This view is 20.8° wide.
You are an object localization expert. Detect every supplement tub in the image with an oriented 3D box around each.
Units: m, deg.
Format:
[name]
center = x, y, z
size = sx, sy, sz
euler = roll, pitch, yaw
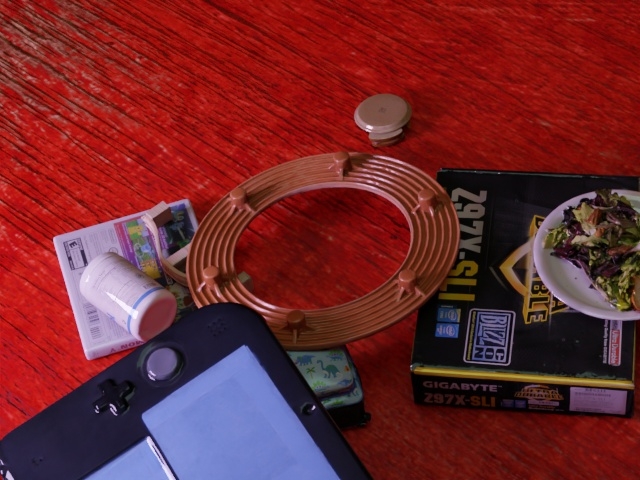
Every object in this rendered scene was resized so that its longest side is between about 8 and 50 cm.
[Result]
[supplement tub]
center = -0.231, 0.068, 2.103
size = 0.107, 0.071, 0.071
euler = 34, 60, 32

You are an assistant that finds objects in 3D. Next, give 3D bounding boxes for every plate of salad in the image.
[plate of salad]
center = 0.349, 0.009, 2.036
size = 0.200, 0.048, 0.200
euler = -3, 50, 4

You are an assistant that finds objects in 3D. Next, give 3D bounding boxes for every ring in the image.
[ring]
center = 0.000, 0.000, 2.103
size = 0.337, 0.032, 0.336
euler = -7, 42, 6

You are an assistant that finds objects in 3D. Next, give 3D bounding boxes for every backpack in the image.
[backpack]
center = -0.006, 0.159, 2.022
size = 0.105, 0.084, 0.114
euler = -13, 47, -7

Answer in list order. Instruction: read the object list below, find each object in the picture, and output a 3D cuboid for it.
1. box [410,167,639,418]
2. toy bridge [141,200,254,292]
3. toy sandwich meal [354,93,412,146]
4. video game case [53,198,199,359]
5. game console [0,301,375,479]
[box]
center = 0.251, 0.057, 2.087
size = 0.257, 0.079, 0.322
euler = 2, 50, 11
[toy bridge]
center = -0.166, 0.020, 2.167
size = 0.063, 0.026, 0.188
euler = -36, 54, -22
[toy sandwich meal]
center = 0.085, -0.161, 2.325
size = 0.086, 0.029, 0.085
euler = -5, 45, 5
[video game case]
center = -0.226, 0.046, 2.186
size = 0.183, 0.023, 0.201
euler = -16, 49, -7
[game console]
center = -0.137, 0.275, 1.881
size = 0.342, 0.060, 0.386
euler = -31, 56, -8
